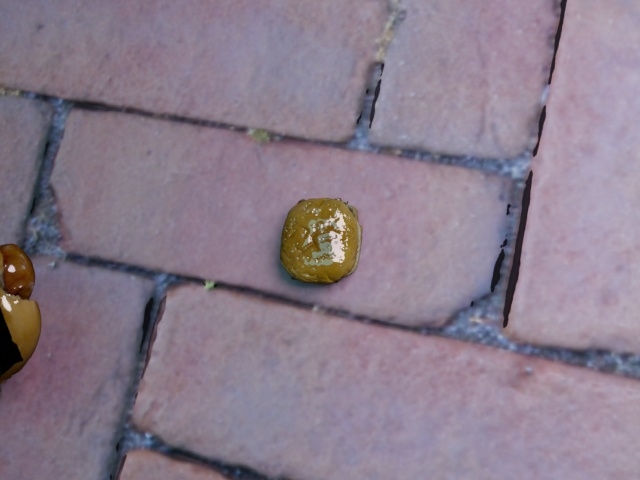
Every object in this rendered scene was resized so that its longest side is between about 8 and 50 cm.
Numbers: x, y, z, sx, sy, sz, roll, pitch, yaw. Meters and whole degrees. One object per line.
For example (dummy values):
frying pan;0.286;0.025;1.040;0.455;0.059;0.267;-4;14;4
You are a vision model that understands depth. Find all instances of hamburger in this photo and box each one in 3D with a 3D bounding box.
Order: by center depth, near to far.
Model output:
hamburger;0.000;0.000;0.811;0.076;0.044;0.083;-5;80;16

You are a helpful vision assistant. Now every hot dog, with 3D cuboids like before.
hot dog;-0.372;0.060;0.850;0.326;0.107;0.194;-1;118;34
